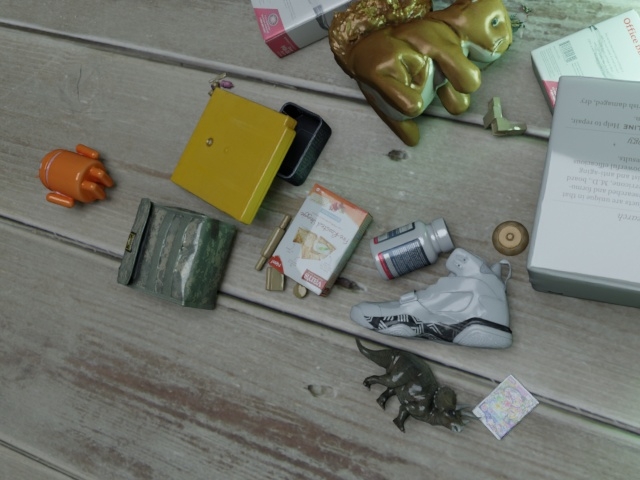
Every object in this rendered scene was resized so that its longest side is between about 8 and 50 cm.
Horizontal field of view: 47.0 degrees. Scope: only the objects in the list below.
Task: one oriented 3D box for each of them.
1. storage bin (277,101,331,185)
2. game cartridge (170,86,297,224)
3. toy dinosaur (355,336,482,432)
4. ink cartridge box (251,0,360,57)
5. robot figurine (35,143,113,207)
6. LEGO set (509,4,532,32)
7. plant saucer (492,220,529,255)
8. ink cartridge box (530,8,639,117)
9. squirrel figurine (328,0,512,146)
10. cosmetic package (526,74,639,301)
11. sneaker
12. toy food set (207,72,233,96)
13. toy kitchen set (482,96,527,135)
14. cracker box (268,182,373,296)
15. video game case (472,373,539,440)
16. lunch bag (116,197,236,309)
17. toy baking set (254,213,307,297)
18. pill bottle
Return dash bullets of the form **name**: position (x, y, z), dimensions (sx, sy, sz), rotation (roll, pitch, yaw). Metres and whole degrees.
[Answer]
- **storage bin**: position (-0.069, -0.245, 1.875), dimensions (0.122, 0.084, 0.180), rotation (29, 89, 21)
- **game cartridge**: position (-0.223, -0.221, 1.878), dimensions (0.324, 0.053, 0.285), rotation (30, 94, 39)
- **toy dinosaur**: position (0.202, 0.332, 1.672), dimensions (0.160, 0.121, 0.313), rotation (-38, 65, -5)
- **ink cartridge box**: position (-0.030, -0.637, 1.922), dimensions (0.283, 0.117, 0.207), rotation (-21, 73, 14)
- **robot figurine**: position (-0.687, -0.179, 2.042), dimensions (0.220, 0.128, 0.158), rotation (19, 110, 21)
- **LEGO set**: position (0.479, -0.532, 1.787), dimensions (0.083, 0.023, 0.054), rotation (-33, 73, -4)
- **plant saucer**: position (0.437, -0.006, 1.697), dimensions (0.084, 0.015, 0.083), rotation (-4, 78, 17)
- **ink cartridge box**: position (0.620, -0.387, 1.666), dimensions (0.237, 0.100, 0.171), rotation (-21, 74, 14)
- **squirrel figurine**: position (0.238, -0.481, 1.729), dimensions (0.370, 0.281, 0.397), rotation (-42, 72, 0)
- **cosmetic package**: position (0.615, -0.079, 1.485), dimensions (0.328, 0.329, 0.393), rotation (10, 83, 19)
- **sneaker**: position (0.256, 0.124, 1.671), dimensions (0.366, 0.137, 0.210), rotation (6, 81, 14)
- **toy food set**: position (-0.268, -0.398, 2.005), dimensions (0.078, 0.019, 0.122), rotation (-23, 73, 13)
- **toy kitchen set**: position (0.434, -0.287, 1.744), dimensions (0.075, 0.068, 0.083), rotation (-3, 77, -11)
- **cracker box**: position (0.000, 0.000, 1.785), dimensions (0.156, 0.067, 0.232), rotation (30, 90, 18)
- **video game case**: position (0.410, 0.369, 1.633), dimensions (0.122, 0.011, 0.087), rotation (-45, 70, 5)
- **lunch bag**: position (-0.394, 0.027, 1.888), dimensions (0.287, 0.169, 0.235), rotation (14, 87, 28)
- **toy baking set**: position (-0.046, 0.027, 1.846), dimensions (0.197, 0.030, 0.256), rotation (26, 89, 18)
- **pill bottle**: position (0.215, 0.015, 1.717), dimensions (0.180, 0.108, 0.107), rotation (-21, 73, 13)
